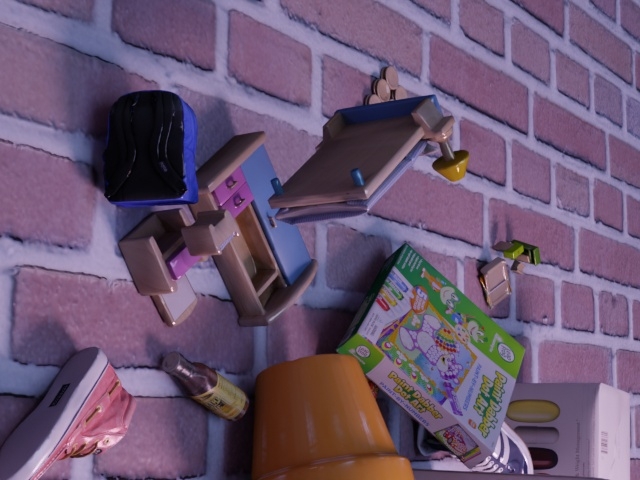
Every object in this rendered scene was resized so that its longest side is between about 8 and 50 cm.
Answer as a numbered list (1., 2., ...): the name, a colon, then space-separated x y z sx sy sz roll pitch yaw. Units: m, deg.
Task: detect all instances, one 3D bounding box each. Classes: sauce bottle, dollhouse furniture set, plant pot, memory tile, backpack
1. sauce bottle: -0.132 0.165 1.265 0.128 0.042 0.042 42 53 -42
2. dollhouse furniture set: 0.000 0.000 1.248 0.286 0.303 0.198 -50 125 -46
3. plant pot: 0.000 0.243 1.330 0.205 0.205 0.188 18 56 -54
4. dollhouse furniture set: 0.319 0.049 1.957 0.152 0.058 0.076 -33 122 -32
5. memory tile: 0.100 -0.184 1.678 0.113 0.012 0.148 59 42 -32
6. backpack: -0.180 -0.097 1.187 0.101 0.098 0.120 33 54 -84

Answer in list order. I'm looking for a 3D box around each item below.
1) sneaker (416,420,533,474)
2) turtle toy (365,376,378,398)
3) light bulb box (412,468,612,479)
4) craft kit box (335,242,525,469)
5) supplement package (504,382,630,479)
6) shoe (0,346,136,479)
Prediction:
1. sneaker: 0.239 0.327 1.732 0.282 0.099 0.153 62 35 -19
2. turtle toy: 0.044 0.216 1.492 0.095 0.066 0.130 31 61 -50
3. light bulb box: 0.250 0.499 1.496 0.225 0.361 0.358 25 66 -51
4. craft kit box: 0.162 0.154 1.553 0.246 0.061 0.250 44 35 -8
5. supplement package: 0.403 0.346 1.881 0.149 0.203 0.194 24 65 -52
6. shoe: -0.242 0.191 1.078 0.081 0.063 0.178 58 38 -26
